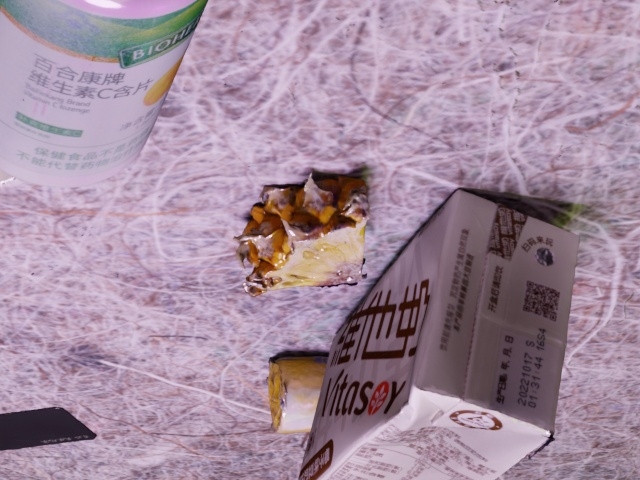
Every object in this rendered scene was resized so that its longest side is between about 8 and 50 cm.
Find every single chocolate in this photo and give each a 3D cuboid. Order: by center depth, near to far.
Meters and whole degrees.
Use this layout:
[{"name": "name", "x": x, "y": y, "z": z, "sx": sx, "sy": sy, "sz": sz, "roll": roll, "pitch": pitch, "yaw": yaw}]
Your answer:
[{"name": "chocolate", "x": 0.056, "y": 0.160, "z": 1.467, "sx": 0.219, "sy": 0.085, "sz": 0.085, "roll": 0, "pitch": 153, "yaw": -12}]

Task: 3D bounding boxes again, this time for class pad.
[{"name": "pad", "x": -0.350, "y": 0.221, "z": 1.627, "sx": 0.157, "sy": 0.003, "sz": 0.112, "roll": -9, "pitch": 152, "yaw": 13}]

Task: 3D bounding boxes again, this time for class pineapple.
[{"name": "pineapple", "x": 0.000, "y": 0.000, "z": 1.157, "sx": 0.137, "sy": 0.069, "sz": 0.116, "roll": -26, "pitch": 143, "yaw": 35}]

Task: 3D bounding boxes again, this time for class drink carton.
[{"name": "drink carton", "x": 0.094, "y": 0.124, "z": 1.248, "sx": 0.132, "sy": 0.194, "sz": 0.324, "roll": 20, "pitch": 148, "yaw": -10}]

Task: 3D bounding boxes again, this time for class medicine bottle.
[{"name": "medicine bottle", "x": -0.130, "y": -0.148, "z": 0.794, "sx": 0.133, "sy": 0.133, "sz": 0.274, "roll": 7, "pitch": 150, "yaw": -17}]

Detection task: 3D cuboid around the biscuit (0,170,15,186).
[{"name": "biscuit", "x": -0.323, "y": -0.047, "z": 1.041, "sx": 0.265, "sy": 0.040, "sz": 0.188, "roll": -14, "pitch": 150, "yaw": 19}]
